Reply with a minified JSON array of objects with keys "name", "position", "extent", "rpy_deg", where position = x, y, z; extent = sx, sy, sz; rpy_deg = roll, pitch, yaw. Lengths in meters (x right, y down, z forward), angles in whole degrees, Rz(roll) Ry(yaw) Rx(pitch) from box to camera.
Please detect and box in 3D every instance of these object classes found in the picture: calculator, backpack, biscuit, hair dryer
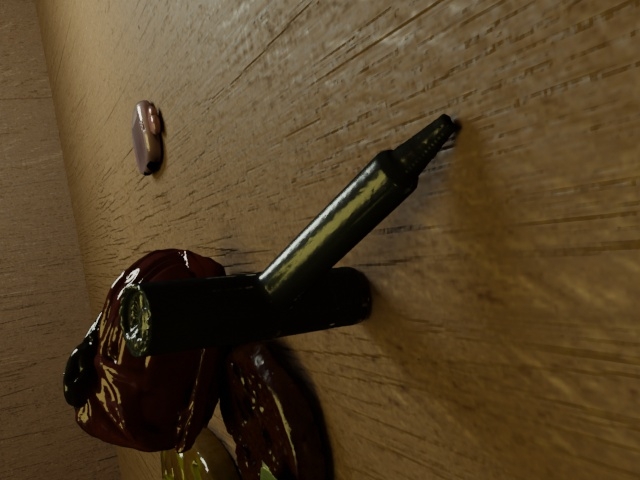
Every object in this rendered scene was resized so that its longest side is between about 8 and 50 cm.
[{"name":"calculator","position":[-0.272,-0.158,0.992],"extent":[0.166,0.024,0.103],"rpy_deg":[-34,69,63]},{"name":"backpack","position":[-0.167,0.114,0.710],"extent":[0.138,0.229,0.229],"rpy_deg":[11,116,19]},{"name":"biscuit","position":[-0.175,0.453,0.973],"extent":[0.394,0.070,0.351],"rpy_deg":[-23,79,64]},{"name":"biscuit","position":[-0.051,0.190,0.644],"extent":[0.192,0.049,0.192],"rpy_deg":[30,127,49]},{"name":"hair dryer","position":[-0.008,-0.002,0.376],"extent":[0.195,0.173,0.050],"rpy_deg":[-54,55,38]}]

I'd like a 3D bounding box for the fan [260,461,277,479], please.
[{"name":"fan","position":[-0.020,0.307,0.612],"extent":[0.131,0.009,0.240],"rpy_deg":[21,131,43]}]
